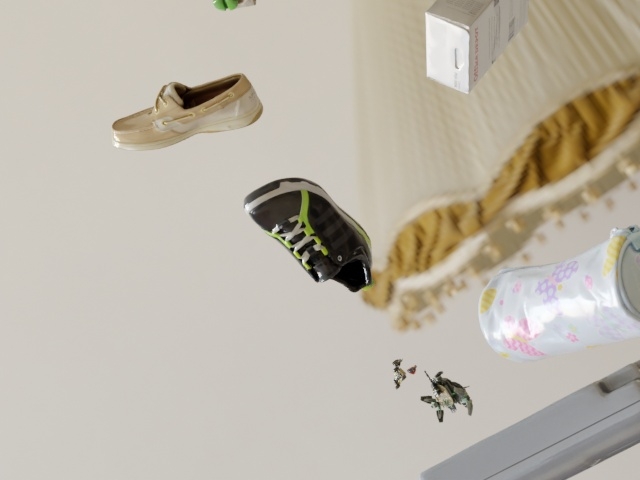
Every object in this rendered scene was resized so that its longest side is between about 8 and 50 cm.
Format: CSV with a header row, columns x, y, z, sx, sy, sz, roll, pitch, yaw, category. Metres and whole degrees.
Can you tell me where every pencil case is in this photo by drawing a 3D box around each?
x,y,z,sx,sy,sz,roll,pitch,yaw,category
0.305,0.069,1.681,0.113,0.124,0.273,-36,6,-33,pencil case

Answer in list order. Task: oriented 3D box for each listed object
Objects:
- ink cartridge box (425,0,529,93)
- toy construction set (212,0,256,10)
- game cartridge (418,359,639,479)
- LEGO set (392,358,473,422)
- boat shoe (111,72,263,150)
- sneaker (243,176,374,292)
x,y,z,sx,sy,sz,roll,pitch,yaw,category
0.170,-0.241,1.524,0.135,0.056,0.099,-50,-28,-30,ink cartridge box
-0.068,-0.441,1.902,0.257,0.237,0.309,11,-24,-4,toy construction set
0.190,0.147,1.069,0.198,0.062,0.297,-36,-14,20,game cartridge
0.098,0.122,1.188,0.023,0.083,0.054,-35,-26,-35,LEGO set
-0.149,-0.143,1.517,0.170,0.059,0.063,-13,35,7,boat shoe
0.000,0.000,1.771,0.084,0.097,0.234,-33,-38,26,sneaker
